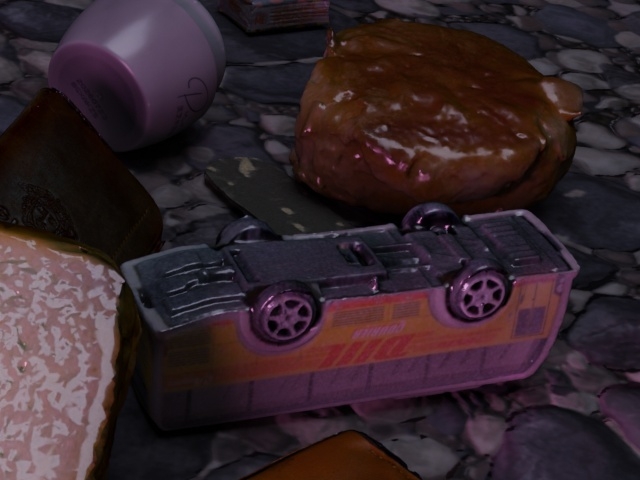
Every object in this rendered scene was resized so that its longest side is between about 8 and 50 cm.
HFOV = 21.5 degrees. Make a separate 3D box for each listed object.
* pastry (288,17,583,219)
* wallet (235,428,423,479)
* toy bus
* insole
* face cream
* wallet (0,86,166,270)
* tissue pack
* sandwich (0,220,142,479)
[{"bbox_3d":[0.076,-0.089,1.252,0.218,0.100,0.229,-8,38,-23],"label":"pastry"},{"bbox_3d":[0.026,0.174,0.850,0.195,0.042,0.161,30,31,34],"label":"wallet"},{"bbox_3d":[0.018,0.044,1.002,0.268,0.106,0.092,-6,34,-21],"label":"toy bus"},{"bbox_3d":[0.000,0.000,1.166,0.081,0.011,0.248,-11,35,-35],"label":"insole"},{"bbox_3d":[-0.135,-0.128,1.244,0.117,0.117,0.104,21,41,20],"label":"face cream"},{"bbox_3d":[-0.170,0.005,1.031,0.137,0.031,0.255,44,30,-12],"label":"wallet"},{"bbox_3d":[-0.041,-0.212,1.494,0.083,0.035,0.063,-11,35,-32],"label":"tissue pack"},{"bbox_3d":[-0.227,0.086,0.830,0.251,0.087,0.226,10,59,1],"label":"sandwich"}]
